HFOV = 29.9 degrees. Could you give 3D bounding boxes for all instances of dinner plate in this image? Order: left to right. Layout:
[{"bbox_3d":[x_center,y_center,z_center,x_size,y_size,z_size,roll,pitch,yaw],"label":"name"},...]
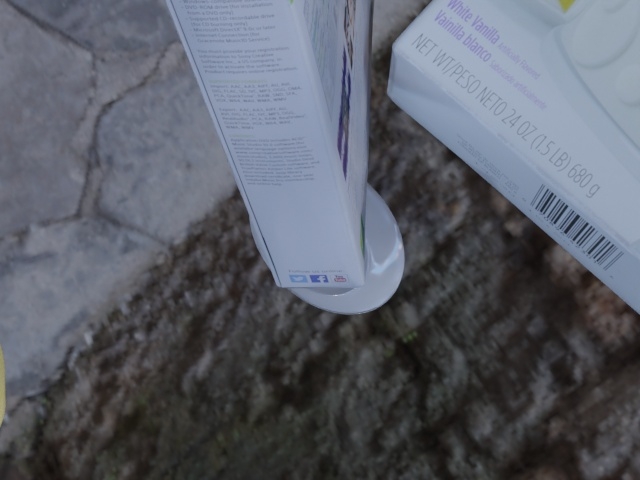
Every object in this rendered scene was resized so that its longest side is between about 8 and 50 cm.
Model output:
[{"bbox_3d":[0.000,0.000,0.938,0.017,0.141,0.141,-44,153,-45],"label":"dinner plate"}]

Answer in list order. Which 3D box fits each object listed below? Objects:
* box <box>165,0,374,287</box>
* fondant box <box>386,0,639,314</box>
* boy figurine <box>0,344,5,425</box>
[{"bbox_3d":[-0.018,-0.148,0.601,0.058,0.232,0.322,-1,150,8],"label":"box"},{"bbox_3d":[0.235,-0.142,0.720,0.330,0.238,0.096,-47,171,-9],"label":"fondant box"},{"bbox_3d":[-0.219,-0.036,0.505,0.092,0.177,0.285,-28,105,-46],"label":"boy figurine"}]
